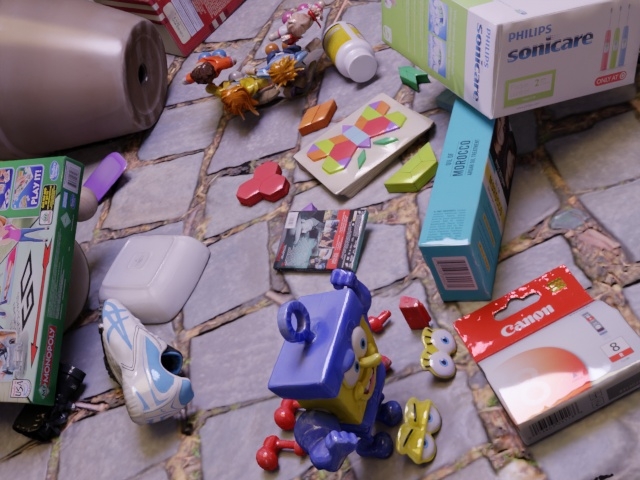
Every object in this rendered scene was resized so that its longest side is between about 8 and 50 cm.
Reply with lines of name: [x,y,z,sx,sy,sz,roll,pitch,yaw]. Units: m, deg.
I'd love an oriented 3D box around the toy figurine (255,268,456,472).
toy figurine: [-0.014,0.153,0.814,0.191,0.217,0.362,-2,47,29]

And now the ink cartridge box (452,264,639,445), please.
ink cartridge box: [0.226,0.099,0.859,0.145,0.045,0.179,-28,43,2]

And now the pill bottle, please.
pill bottle: [0.048,-0.297,1.353,0.065,0.065,0.116,-29,39,2]

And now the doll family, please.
doll family: [-0.088,-0.276,1.361,0.263,0.118,0.163,-26,20,10]

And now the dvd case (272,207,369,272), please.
dvd case: [0.000,0.000,1.103,0.120,0.013,0.087,0,64,29]

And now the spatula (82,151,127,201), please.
spatula: [-0.444,-0.043,1.417,0.296,0.030,0.084,-38,40,-8]

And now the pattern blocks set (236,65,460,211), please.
pattern blocks set: [0.057,-0.139,1.217,0.285,0.026,0.325,24,63,44]

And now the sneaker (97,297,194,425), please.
sneaker: [-0.224,0.144,1.066,0.086,0.085,0.237,-15,32,-22]

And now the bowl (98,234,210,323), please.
bowl: [-0.240,0.045,1.189,0.142,0.053,0.142,0,50,32]

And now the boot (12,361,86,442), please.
boot: [-0.367,0.206,1.111,0.121,0.045,0.099,4,57,36]

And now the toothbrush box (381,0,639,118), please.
toothbrush box: [0.228,-0.279,1.069,0.206,0.122,0.283,-16,35,-18]

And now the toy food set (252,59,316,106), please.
toy food set: [-0.060,-0.256,1.415,0.122,0.019,0.078,-15,42,29]

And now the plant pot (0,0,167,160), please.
plant pot: [-0.433,-0.292,1.491,0.281,0.323,0.323,5,50,13]

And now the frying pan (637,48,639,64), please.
frying pan: [0.390,-0.321,1.180,0.197,0.053,0.326,-44,43,-13]

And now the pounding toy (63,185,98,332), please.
pounding toy: [-0.416,0.034,1.252,0.183,0.110,0.236,7,86,-1]

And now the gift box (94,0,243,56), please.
gift box: [-0.339,-0.524,1.676,0.258,0.255,0.276,23,60,42]

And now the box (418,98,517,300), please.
box: [0.178,-0.054,1.000,0.060,0.100,0.244,-3,48,27]

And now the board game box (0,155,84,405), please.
board game box: [-0.427,0.052,1.119,0.214,0.046,0.317,-2,76,21]
